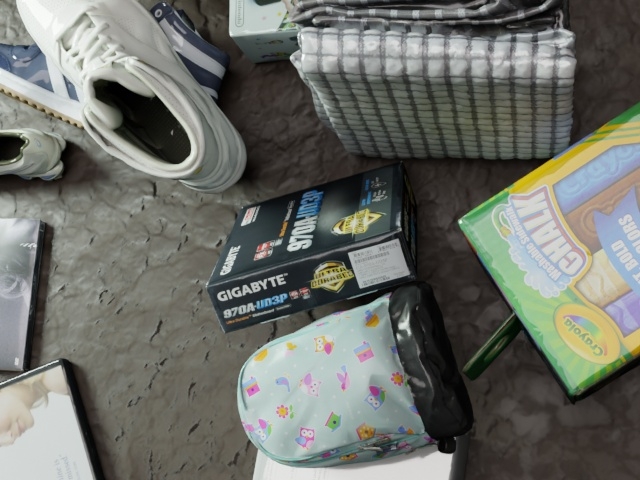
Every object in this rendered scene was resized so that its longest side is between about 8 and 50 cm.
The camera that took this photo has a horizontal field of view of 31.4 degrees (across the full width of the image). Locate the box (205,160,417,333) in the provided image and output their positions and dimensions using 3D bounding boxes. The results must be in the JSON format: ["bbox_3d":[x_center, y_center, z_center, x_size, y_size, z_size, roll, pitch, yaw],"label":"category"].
[{"bbox_3d":[0.000,0.000,1.048,0.175,0.220,0.051,-16,107,10],"label":"box"}]

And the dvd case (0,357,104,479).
[{"bbox_3d":[-0.351,0.249,1.179,0.253,0.022,0.180,-22,75,9],"label":"dvd case"}]

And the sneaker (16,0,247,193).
[{"bbox_3d":[-0.193,-0.166,1.056,0.292,0.169,0.108,44,96,7],"label":"sneaker"}]

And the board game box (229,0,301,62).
[{"bbox_3d":[0.065,-0.307,1.152,0.303,0.097,0.224,-3,79,12],"label":"board game box"}]

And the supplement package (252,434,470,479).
[{"bbox_3d":[0.039,0.214,1.050,0.179,0.105,0.105,8,79,15],"label":"supplement package"}]

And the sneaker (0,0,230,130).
[{"bbox_3d":[-0.230,-0.191,1.194,0.282,0.099,0.153,23,90,10],"label":"sneaker"}]

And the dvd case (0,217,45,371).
[{"bbox_3d":[-0.411,0.055,1.234,0.221,0.018,0.164,2,80,14],"label":"dvd case"}]

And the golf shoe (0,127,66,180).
[{"bbox_3d":[-0.365,-0.095,1.217,0.176,0.086,0.069,-8,79,13],"label":"golf shoe"}]

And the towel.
[{"bbox_3d":[0.110,-0.159,1.014,0.235,0.284,0.121,2,79,13],"label":"towel"}]

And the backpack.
[{"bbox_3d":[0.022,0.121,0.960,0.182,0.115,0.152,-19,72,14],"label":"backpack"}]

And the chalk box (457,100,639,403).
[{"bbox_3d":[0.241,0.026,1.001,0.289,0.180,0.179,-32,74,5],"label":"chalk box"}]
